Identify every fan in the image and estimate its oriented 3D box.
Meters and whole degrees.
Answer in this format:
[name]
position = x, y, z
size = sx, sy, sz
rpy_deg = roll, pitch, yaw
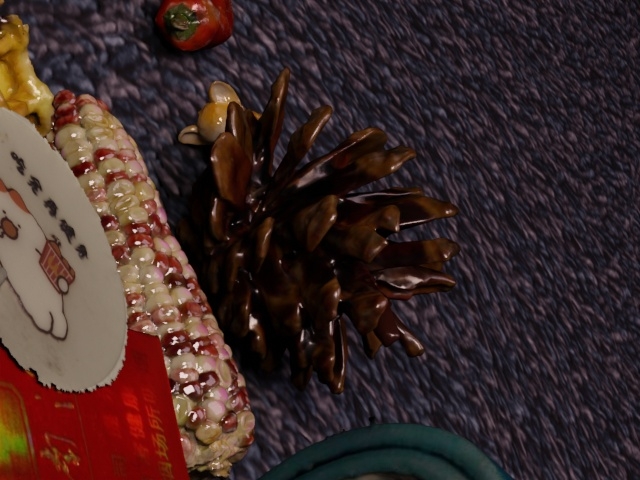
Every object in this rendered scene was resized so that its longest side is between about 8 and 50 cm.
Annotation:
[fan]
position = -0.180, 0.029, 1.081
size = 0.191, 0.009, 0.329
rpy_deg = 57, 23, -15

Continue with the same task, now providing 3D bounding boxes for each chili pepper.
[chili pepper]
position = -0.099, -0.180, 1.588
size = 0.059, 0.050, 0.191
rpy_deg = 61, 13, -4

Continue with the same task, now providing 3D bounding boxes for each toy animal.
[toy animal]
position = -0.077, -0.094, 1.550
size = 0.083, 0.060, 0.081
rpy_deg = 27, 21, -51

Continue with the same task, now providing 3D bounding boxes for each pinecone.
[pinecone]
position = 0.003, 0.001, 1.462
size = 0.202, 0.201, 0.229
rpy_deg = -50, 149, -32

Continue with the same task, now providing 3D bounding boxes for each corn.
[corn]
position = -0.120, 0.032, 1.307
size = 0.092, 0.092, 0.280
rpy_deg = 11, 55, -61

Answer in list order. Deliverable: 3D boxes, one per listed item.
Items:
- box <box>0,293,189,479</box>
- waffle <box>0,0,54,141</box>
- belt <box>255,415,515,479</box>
[box]
position = -0.187, 0.130, 1.089
size = 0.313, 0.089, 0.197
rpy_deg = 20, 52, -57
[waffle]
position = -0.254, -0.135, 1.157
size = 0.283, 0.065, 0.309
rpy_deg = 36, 57, -50
[belt]
position = 0.000, 0.313, 0.996
size = 0.173, 0.300, 0.436
rpy_deg = 45, 65, -36
